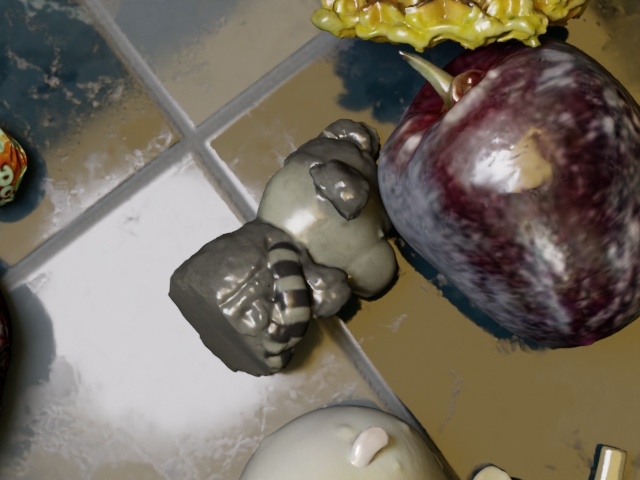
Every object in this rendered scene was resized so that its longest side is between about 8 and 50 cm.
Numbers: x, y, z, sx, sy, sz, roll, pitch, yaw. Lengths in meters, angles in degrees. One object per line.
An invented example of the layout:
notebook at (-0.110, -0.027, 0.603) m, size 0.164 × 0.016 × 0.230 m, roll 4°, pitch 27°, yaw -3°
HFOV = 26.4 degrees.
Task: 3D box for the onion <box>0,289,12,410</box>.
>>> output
onion at (-0.379, 0.089, 1.176) m, size 0.216 × 0.206 × 0.207 m, roll 17°, pitch 86°, yaw 5°

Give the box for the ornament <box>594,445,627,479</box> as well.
ornament at (0.268, 0.306, 1.184) m, size 0.230 × 0.061 × 0.245 m, roll 14°, pitch 86°, yaw 7°

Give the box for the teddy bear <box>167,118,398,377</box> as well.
teddy bear at (-0.008, 0.009, 1.179) m, size 0.144 × 0.171 × 0.251 m, roll 45°, pitch 85°, yaw -5°

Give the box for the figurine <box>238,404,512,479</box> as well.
figurine at (0.110, 0.298, 1.116) m, size 0.274 × 0.227 × 0.394 m, roll -27°, pitch 64°, yaw -31°

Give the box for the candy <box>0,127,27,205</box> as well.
candy at (-0.390, -0.129, 1.267) m, size 0.287 × 0.078 × 0.084 m, roll 39°, pitch 72°, yaw 10°

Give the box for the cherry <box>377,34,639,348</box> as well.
cherry at (0.169, -0.049, 1.127) m, size 0.218 × 0.255 × 0.296 m, roll -36°, pitch 104°, yaw -5°

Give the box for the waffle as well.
waffle at (0.112, -0.203, 1.155) m, size 0.237 × 0.243 × 0.059 m, roll -4°, pitch 107°, yaw 15°
